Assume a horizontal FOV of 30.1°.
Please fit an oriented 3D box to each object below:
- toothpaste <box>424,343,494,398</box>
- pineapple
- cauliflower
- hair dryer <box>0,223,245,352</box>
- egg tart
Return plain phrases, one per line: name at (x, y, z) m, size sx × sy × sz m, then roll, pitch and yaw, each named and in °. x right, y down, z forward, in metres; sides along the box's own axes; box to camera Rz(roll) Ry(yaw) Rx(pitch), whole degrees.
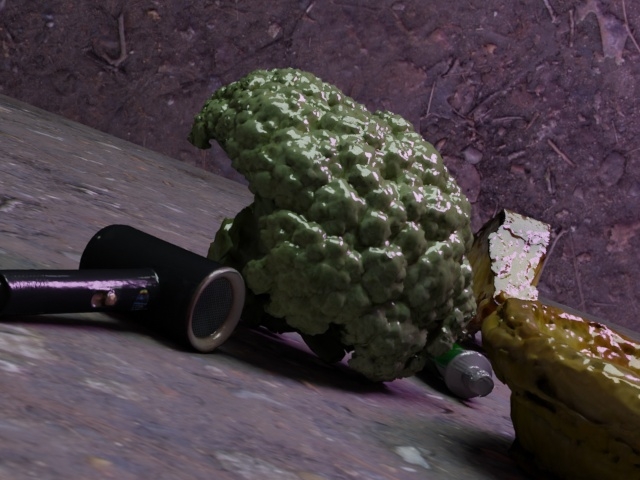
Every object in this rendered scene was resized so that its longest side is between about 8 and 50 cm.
toothpaste at (0.111, 0.114, 1.222) m, size 0.078 × 0.047 × 0.248 m, roll 20°, pitch 2°, yaw -21°
pineapple at (0.236, 0.054, 1.580) m, size 0.114 × 0.186 × 0.236 m, roll 20°, pitch -2°, yaw -12°
cauliflower at (0.000, 0.000, 1.065) m, size 0.272 × 0.275 × 0.250 m, roll 17°, pitch -35°, yaw -36°
hair dryer at (-0.180, 0.029, 0.872) m, size 0.128 × 0.070 × 0.255 m, roll 22°, pitch 9°, yaw 33°
egg tart at (0.240, 0.145, 0.921) m, size 0.294 × 0.123 × 0.294 m, roll 23°, pitch 6°, yaw -3°
